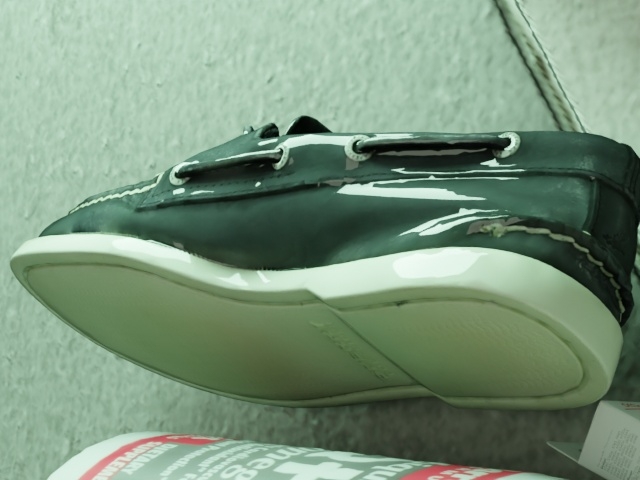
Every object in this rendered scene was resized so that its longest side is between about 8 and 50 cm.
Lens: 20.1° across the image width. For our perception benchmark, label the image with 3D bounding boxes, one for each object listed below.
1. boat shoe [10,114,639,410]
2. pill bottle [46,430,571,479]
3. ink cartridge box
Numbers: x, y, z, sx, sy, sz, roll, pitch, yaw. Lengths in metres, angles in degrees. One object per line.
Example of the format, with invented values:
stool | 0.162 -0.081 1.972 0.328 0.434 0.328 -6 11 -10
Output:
boat shoe | -0.002 -0.002 0.794 0.340 0.127 0.113 -4 52 49
pill bottle | 0.030 0.171 0.691 0.318 0.176 0.176 1 84 41
ink cartridge box | 0.135 0.084 0.696 0.083 0.048 0.028 27 101 40
